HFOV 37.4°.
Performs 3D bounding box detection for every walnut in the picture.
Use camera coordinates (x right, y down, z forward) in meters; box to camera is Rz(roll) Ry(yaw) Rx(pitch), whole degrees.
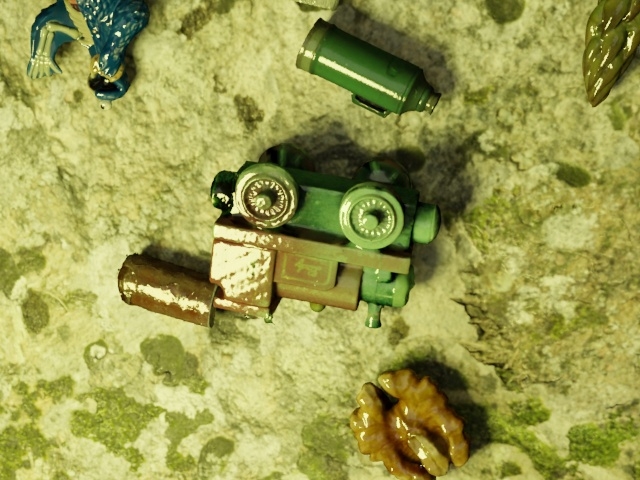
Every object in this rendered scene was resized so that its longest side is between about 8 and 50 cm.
[{"bbox_3d":[0.121,0.254,1.299,0.143,0.069,0.170,-36,92,13],"label":"walnut"}]

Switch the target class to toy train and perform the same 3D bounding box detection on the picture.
[{"bbox_3d":[0.000,0.000,1.252,0.305,0.150,0.221,10,111,8],"label":"toy train"}]

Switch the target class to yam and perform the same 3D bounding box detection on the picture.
[{"bbox_3d":[-0.210,0.069,1.331,0.141,0.079,0.079,15,101,7],"label":"yam"}]

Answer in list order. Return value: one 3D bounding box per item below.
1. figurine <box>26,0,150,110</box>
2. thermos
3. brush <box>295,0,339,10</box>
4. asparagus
[{"bbox_3d":[-0.297,-0.311,1.273,0.164,0.121,0.262,18,119,14],"label":"figurine"},{"bbox_3d":[0.064,-0.213,1.233,0.188,0.073,0.083,27,101,5],"label":"thermos"},{"bbox_3d":[0.006,-0.446,1.238,0.103,0.013,0.272,15,101,8],"label":"brush"},{"bbox_3d":[0.375,-0.301,1.153,0.080,0.080,0.287,16,110,8],"label":"asparagus"}]
